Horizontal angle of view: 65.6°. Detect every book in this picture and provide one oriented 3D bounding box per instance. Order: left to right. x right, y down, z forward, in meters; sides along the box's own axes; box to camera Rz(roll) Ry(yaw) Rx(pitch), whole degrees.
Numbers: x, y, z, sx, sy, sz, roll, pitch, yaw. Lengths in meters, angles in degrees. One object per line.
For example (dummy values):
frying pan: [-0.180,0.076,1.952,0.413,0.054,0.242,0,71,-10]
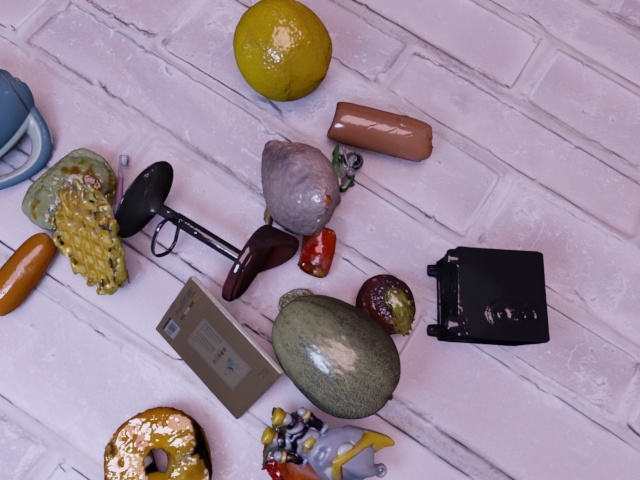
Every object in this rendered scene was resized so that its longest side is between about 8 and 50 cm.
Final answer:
book: [-0.249,0.259,1.186,0.310,0.217,0.021,45,31,8]

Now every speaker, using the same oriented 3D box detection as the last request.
speaker: [0.419,0.144,1.270,0.254,0.184,0.232,5,73,-5]

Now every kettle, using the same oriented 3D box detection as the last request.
kettle: [-0.889,-0.281,1.284,0.342,0.247,0.319,-40,112,-22]

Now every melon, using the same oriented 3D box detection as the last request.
melon: [0.035,0.265,1.166,0.329,0.248,0.248,40,74,10]

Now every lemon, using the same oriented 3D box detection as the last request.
lemon: [-0.105,-0.528,1.386,0.293,0.293,0.293,1,73,-4]

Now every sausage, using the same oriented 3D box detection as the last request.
sausage: [-0.748,0.087,1.234,0.098,0.098,0.238,29,72,4]
sausage: [0.176,-0.309,1.418,0.304,0.121,0.121,13,73,-3]

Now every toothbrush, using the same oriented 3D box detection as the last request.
toothbrush: [-0.517,-0.148,1.287,0.025,0.020,0.286,-6,41,-13]

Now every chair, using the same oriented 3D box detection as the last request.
chair: [-0.274,-0.007,1.235,0.401,0.226,0.226,29,73,4]

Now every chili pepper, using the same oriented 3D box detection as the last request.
chili pepper: [0.000,0.000,1.331,0.086,0.084,0.192,25,72,-32]

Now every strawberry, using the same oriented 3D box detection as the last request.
strawberry: [-0.034,0.504,1.173,0.228,0.098,0.174,31,57,-17]

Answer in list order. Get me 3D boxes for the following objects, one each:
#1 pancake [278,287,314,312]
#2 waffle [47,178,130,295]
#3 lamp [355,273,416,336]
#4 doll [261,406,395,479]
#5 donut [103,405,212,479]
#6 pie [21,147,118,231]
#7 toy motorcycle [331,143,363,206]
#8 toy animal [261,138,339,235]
pancake: [-0.060,0.174,1.305,0.108,0.017,0.108,1,70,-2]
waffle: [-0.557,-0.004,1.195,0.280,0.262,0.060,55,39,2]
lamp: [0.170,0.160,1.267,0.157,0.135,0.156,6,71,-3]
doll: [0.023,0.461,1.102,0.316,0.103,0.145,29,66,-15]
donut: [-0.365,0.508,1.128,0.254,0.118,0.253,2,70,-4]
pie: [-0.657,-0.128,1.308,0.201,0.090,0.248,42,78,5]
toy motorcycle: [0.043,-0.181,1.399,0.106,0.074,0.190,26,73,12]
toy animal: [-0.050,-0.127,1.259,0.188,0.358,0.226,-10,114,-15]
